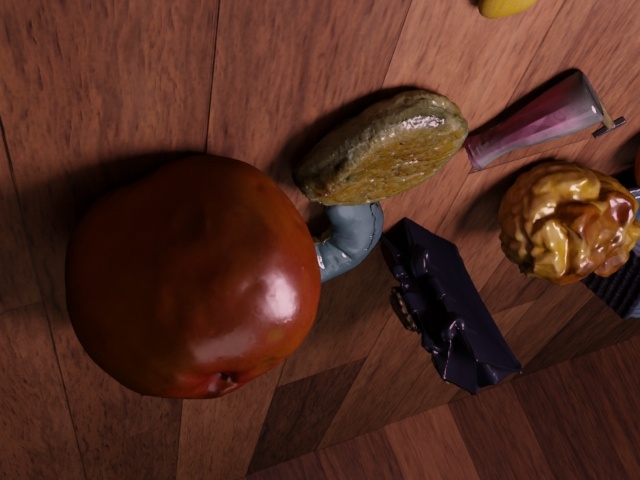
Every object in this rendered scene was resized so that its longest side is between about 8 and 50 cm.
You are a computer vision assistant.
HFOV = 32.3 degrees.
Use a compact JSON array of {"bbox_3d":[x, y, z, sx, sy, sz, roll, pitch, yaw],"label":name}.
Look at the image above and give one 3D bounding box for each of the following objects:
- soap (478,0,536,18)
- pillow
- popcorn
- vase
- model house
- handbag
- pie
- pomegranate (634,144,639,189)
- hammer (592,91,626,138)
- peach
[{"bbox_3d":[0.241,-0.322,1.336,0.089,0.033,0.168,-20,160,-14],"label":"soap"},{"bbox_3d":[0.000,0.000,1.818,0.233,0.086,0.214,-22,151,-10],"label":"pillow"},{"bbox_3d":[0.453,-0.037,2.049,0.264,0.225,0.332,-8,180,-6],"label":"popcorn"},{"bbox_3d":[0.329,-0.180,1.731,0.214,0.086,0.086,-26,160,22],"label":"vase"},{"bbox_3d":[0.661,-0.005,2.317,0.339,0.297,0.360,13,160,8],"label":"model house"},{"bbox_3d":[0.230,0.130,2.078,0.122,0.303,0.329,-31,158,14],"label":"handbag"},{"bbox_3d":[0.093,-0.131,1.621,0.277,0.079,0.277,-22,165,-6],"label":"pie"},{"bbox_3d":[0.688,-0.142,2.045,0.209,0.209,0.209,-20,160,-8],"label":"pomegranate"},{"bbox_3d":[0.475,-0.216,1.882,0.062,0.013,0.199,-30,159,17],"label":"hammer"},{"bbox_3d":[-0.169,0.061,1.481,0.342,0.302,0.343,-21,161,-8],"label":"peach"}]
